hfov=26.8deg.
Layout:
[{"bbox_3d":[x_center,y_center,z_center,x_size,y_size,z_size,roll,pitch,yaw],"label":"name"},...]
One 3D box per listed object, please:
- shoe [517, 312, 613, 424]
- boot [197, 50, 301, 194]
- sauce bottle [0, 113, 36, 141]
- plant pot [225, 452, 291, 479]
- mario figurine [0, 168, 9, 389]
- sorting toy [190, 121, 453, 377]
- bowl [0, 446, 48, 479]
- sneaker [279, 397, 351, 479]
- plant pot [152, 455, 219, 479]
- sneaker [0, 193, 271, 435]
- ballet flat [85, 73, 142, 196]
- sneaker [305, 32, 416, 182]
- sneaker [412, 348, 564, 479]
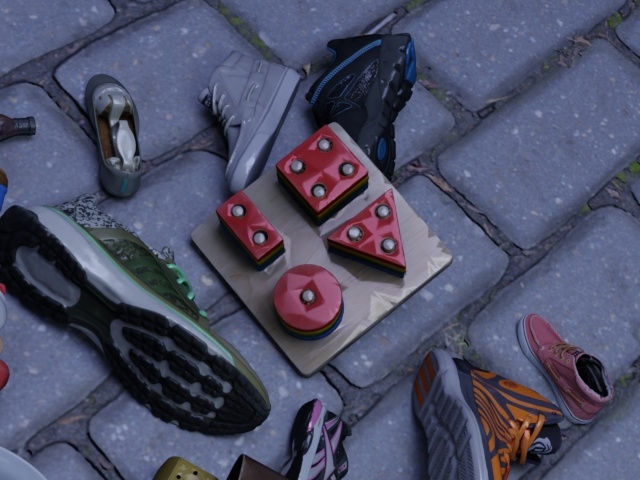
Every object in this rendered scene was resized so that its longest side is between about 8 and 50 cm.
[{"bbox_3d":[0.342,0.163,1.870,0.063,0.081,0.178,-14,63,-28],"label":"shoe"},{"bbox_3d":[-0.121,-0.171,1.923,0.123,0.095,0.258,21,44,1],"label":"boot"},{"bbox_3d":[-0.446,-0.150,1.801,0.128,0.042,0.042,-7,60,-23],"label":"sauce bottle"},{"bbox_3d":[-0.019,0.378,1.495,0.230,0.215,0.215,21,52,-5],"label":"plant pot"},{"bbox_3d":[-0.445,0.057,1.562,0.170,0.198,0.321,1,65,-13],"label":"mario figurine"},{"bbox_3d":[0.000,0.000,1.777,0.257,0.089,0.255,-38,76,-9],"label":"sorting toy"},{"bbox_3d":[-0.408,0.364,1.410,0.297,0.134,0.298,10,55,-15],"label":"bowl"},{"bbox_3d":[-0.002,0.284,1.665,0.077,0.072,0.178,28,57,-15],"label":"sneaker"},{"bbox_3d":[-0.163,0.301,1.579,0.081,0.083,0.081,29,53,0],"label":"plant pot"},{"bbox_3d":[-0.205,0.070,1.692,0.410,0.158,0.182,41,40,4],"label":"sneaker"},{"bbox_3d":[-0.278,-0.160,1.857,0.072,0.068,0.213,0,58,-22],"label":"ballet flat"},{"bbox_3d":[0.043,-0.165,1.977,0.139,0.125,0.341,6,54,17],"label":"sneaker"},{"bbox_3d":[0.231,0.255,1.691,0.180,0.125,0.321,16,30,-13],"label":"sneaker"}]
